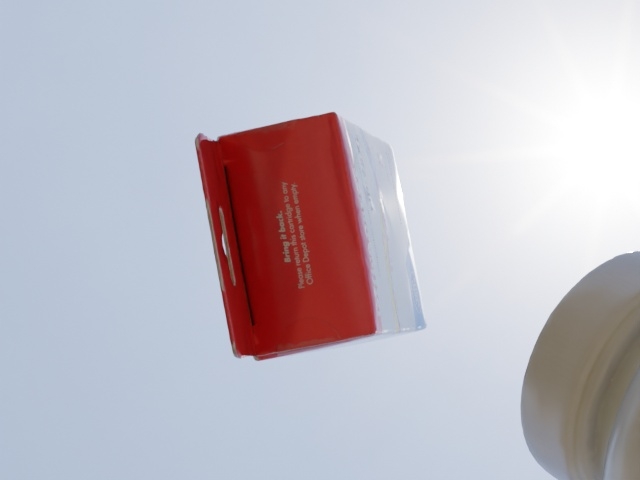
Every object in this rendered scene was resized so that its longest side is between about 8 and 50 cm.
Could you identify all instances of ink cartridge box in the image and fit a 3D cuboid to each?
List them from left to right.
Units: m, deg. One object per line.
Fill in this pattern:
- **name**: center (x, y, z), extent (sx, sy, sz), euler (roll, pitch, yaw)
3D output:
- **ink cartridge box**: center (0.000, 0.000, 0.891), extent (0.078, 0.231, 0.134), euler (-12, -94, 12)

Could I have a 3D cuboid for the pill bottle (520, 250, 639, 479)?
- **pill bottle**: center (0.229, 0.110, 0.607), extent (0.301, 0.169, 0.169), euler (30, -80, 50)
